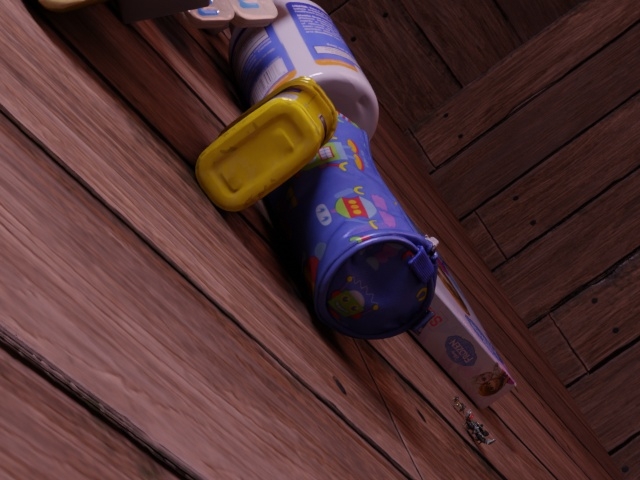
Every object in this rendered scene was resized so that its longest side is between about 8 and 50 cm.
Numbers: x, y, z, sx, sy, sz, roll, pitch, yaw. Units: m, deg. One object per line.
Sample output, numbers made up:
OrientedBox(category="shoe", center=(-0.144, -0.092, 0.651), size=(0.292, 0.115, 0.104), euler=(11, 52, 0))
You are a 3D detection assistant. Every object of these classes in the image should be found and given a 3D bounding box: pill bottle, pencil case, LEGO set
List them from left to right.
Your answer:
OrientedBox(category="pill bottle", center=(-0.034, -0.223, 1.761), size=(0.152, 0.152, 0.272), euler=(47, 12, -40))
OrientedBox(category="pencil case", center=(0.024, -0.026, 1.359), size=(0.306, 0.133, 0.119), euler=(-116, -178, -55))
OrientedBox(category="LEGO set", center=(0.184, 0.226, 1.653), size=(0.054, 0.023, 0.083), euler=(53, -5, -24))

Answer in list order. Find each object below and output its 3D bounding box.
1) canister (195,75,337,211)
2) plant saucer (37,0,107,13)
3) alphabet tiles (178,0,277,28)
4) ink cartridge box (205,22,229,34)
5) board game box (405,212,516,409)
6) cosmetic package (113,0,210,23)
OrientedBox(category="canister", center=(-0.049, -0.091, 1.267), size=(0.073, 0.126, 0.170), euler=(53, 11, -6))
OrientedBox(category="plant saucer", center=(-0.179, -0.345, 1.209), size=(0.333, 0.332, 0.081), euler=(57, -31, 18))
OrientedBox(category="alphabet tiles", center=(-0.164, -0.371, 1.623), size=(0.278, 0.021, 0.284), euler=(-11, 66, -45))
OrientedBox(category="ink cartridge box", center=(-0.197, -0.379, 1.805), size=(0.176, 0.069, 0.371), euler=(55, 11, 11))
OrientedBox(category="board game box", center=(0.119, 0.036, 1.875), size=(0.319, 0.066, 0.318), euler=(47, 11, -40))
OrientedBox(category="cosmetic package", center=(-0.198, -0.349, 1.416), size=(0.127, 0.107, 0.238), euler=(91, -19, -47))
